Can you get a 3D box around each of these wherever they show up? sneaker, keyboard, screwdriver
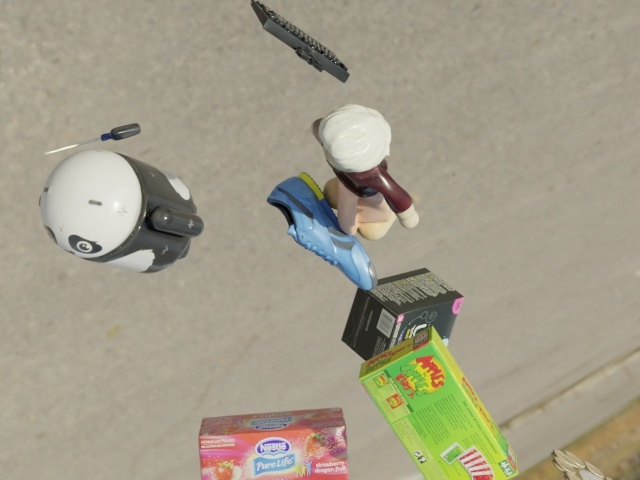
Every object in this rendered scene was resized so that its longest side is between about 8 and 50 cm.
[{"bbox_3d":[0.000,0.000,1.858,0.082,0.209,0.069,-36,177,-23],"label":"sneaker"},{"bbox_3d":[-0.025,-0.295,1.871,0.180,0.108,0.023,28,115,-39],"label":"keyboard"},{"bbox_3d":[-0.378,-0.166,2.083,0.170,0.025,0.024,-21,125,-27],"label":"screwdriver"}]

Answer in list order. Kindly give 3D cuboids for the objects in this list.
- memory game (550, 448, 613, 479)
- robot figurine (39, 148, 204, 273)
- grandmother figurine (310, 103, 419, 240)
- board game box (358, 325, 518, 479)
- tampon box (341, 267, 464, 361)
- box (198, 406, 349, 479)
[{"bbox_3d":[0.396,0.353,1.737,0.012,0.186,0.186,-55,159,10],"label":"memory game"},{"bbox_3d":[-0.304,-0.039,1.920,0.209,0.173,0.278,-33,157,18],"label":"robot figurine"},{"bbox_3d":[0.053,-0.091,1.705,0.104,0.208,0.342,-53,166,-9],"label":"grandmother figurine"},{"bbox_3d":[0.128,0.192,1.350,0.092,0.181,0.043,-30,-166,14],"label":"board game box"},{"bbox_3d":[0.138,0.131,2.077,0.161,0.101,0.120,-12,128,-40],"label":"tampon box"},{"bbox_3d":[-0.081,0.375,2.179,0.257,0.128,0.122,-4,-172,-1],"label":"box"}]
